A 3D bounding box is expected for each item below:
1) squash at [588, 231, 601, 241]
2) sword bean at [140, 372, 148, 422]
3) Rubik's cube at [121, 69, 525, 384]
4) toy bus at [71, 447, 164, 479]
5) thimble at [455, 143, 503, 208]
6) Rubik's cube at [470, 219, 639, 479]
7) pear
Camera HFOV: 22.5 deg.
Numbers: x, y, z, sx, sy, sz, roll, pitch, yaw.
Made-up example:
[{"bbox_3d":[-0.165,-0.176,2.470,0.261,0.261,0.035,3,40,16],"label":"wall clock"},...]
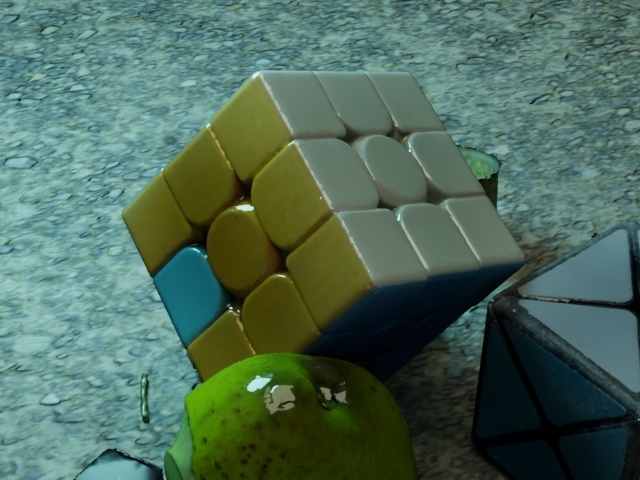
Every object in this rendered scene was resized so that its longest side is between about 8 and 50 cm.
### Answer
[{"bbox_3d":[0.459,0.073,2.095,0.247,0.132,0.132,12,39,12],"label":"squash"},{"bbox_3d":[-0.222,0.197,2.020,0.012,0.012,0.083,-3,40,-4],"label":"sword bean"},{"bbox_3d":[0.000,0.000,1.861,0.290,0.292,0.291,-7,62,-48],"label":"Rubik's cube"},{"bbox_3d":[-0.309,0.373,1.683,0.093,0.092,0.409,22,43,23],"label":"toy bus"},{"bbox_3d":[0.107,-0.036,2.150,0.271,0.150,0.271,-1,17,0],"label":"thimble"},{"bbox_3d":[0.352,0.170,1.867,0.255,0.259,0.260,-29,46,-31],"label":"Rubik's cube"},{"bbox_3d":[-0.026,0.251,1.731,0.287,0.281,0.176,-1,47,-4],"label":"pear"}]
